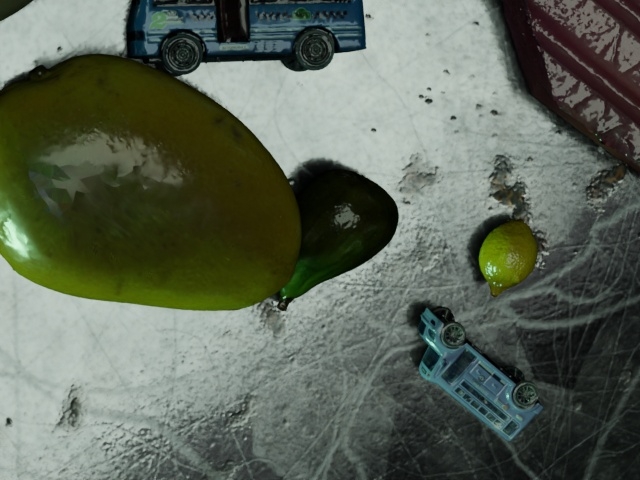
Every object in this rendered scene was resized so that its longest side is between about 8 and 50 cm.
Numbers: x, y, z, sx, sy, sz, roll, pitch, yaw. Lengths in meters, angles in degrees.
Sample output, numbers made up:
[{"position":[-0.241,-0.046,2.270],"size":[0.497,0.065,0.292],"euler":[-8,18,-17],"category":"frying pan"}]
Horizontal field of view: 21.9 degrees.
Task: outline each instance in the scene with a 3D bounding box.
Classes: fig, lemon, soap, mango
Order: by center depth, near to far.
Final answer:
[{"position":[-0.189,-0.046,1.704],"size":[0.365,0.182,0.253],"euler":[26,102,-5],"category":"mango"},{"position":[0.000,0.000,1.800],"size":[0.117,0.117,0.177],"euler":[40,112,-12],"category":"fig"},{"position":[0.315,-0.207,1.800],"size":[0.289,0.112,0.182],"euler":[36,92,-12],"category":"soap"},{"position":[0.209,0.020,1.846],"size":[0.065,0.065,0.092],"euler":[20,87,-11],"category":"lemon"}]

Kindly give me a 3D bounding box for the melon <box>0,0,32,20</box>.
[{"position":[-0.329,-0.342,1.625],"size":[0.317,0.223,0.223],"euler":[-40,102,1],"category":"melon"}]

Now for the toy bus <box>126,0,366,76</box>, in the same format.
[{"position":[-0.080,-0.241,1.735],"size":[0.246,0.113,0.134],"euler":[-2,95,-10],"category":"toy bus"}]

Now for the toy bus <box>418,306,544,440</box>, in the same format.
[{"position":[0.169,0.148,1.855],"size":[0.167,0.073,0.076],"euler":[39,94,-13],"category":"toy bus"}]
